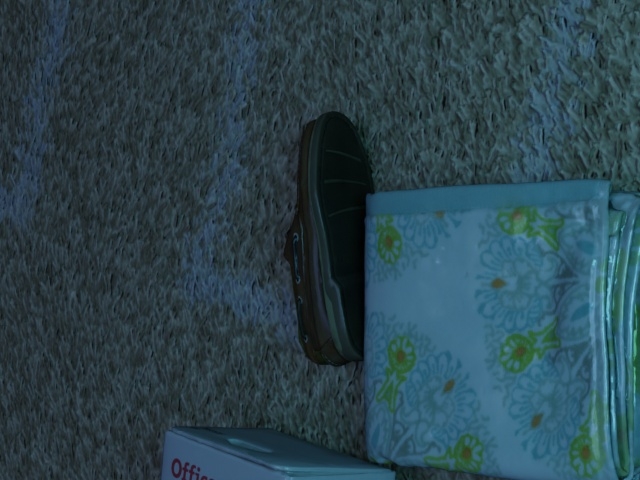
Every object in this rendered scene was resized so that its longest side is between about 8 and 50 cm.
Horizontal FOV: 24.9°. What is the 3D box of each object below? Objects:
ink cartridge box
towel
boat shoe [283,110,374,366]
[{"bbox_3d":[-0.071,0.439,1.739,0.285,0.166,0.395,8,93,54],"label":"ink cartridge box"},{"bbox_3d":[0.190,0.099,1.583,0.374,0.090,0.320,0,86,45],"label":"towel"},{"bbox_3d":[0.000,0.000,1.764,0.104,0.111,0.307,-12,78,43],"label":"boat shoe"}]
